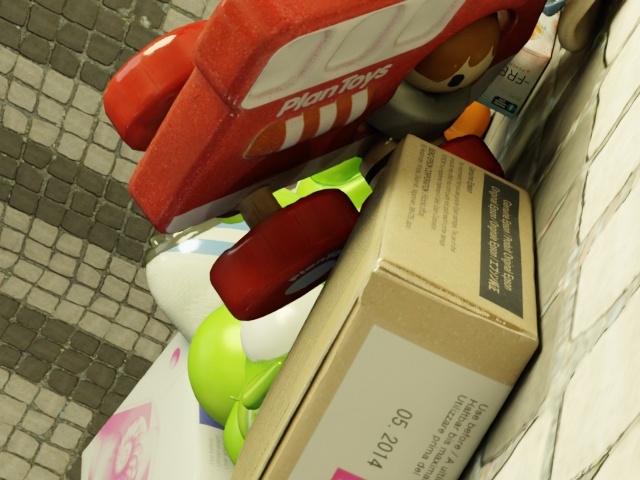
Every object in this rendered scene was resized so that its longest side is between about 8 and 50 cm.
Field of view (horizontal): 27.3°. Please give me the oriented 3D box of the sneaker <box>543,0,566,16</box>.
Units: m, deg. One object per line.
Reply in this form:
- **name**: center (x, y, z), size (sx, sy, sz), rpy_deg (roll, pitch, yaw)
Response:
- **sneaker**: center (0.174, -0.223, 0.958), size (0.052, 0.058, 0.135), rpy_deg (120, 174, -67)

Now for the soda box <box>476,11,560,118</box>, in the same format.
- **soda box**: center (0.148, -0.172, 1.016), size (0.183, 0.058, 0.063), rpy_deg (-67, 3, -52)

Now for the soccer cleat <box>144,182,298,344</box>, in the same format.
- **soccer cleat**: center (0.000, 0.000, 1.215), size (0.331, 0.143, 0.116), rpy_deg (-26, -4, -20)

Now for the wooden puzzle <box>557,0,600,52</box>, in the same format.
- **wooden puzzle**: center (0.206, -0.258, 0.779), size (0.238, 0.044, 0.221), rpy_deg (118, 176, -49)

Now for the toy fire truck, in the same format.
- **toy fire truck**: center (0.029, -0.100, 0.796), size (0.302, 0.169, 0.254), rpy_deg (-24, -14, -36)

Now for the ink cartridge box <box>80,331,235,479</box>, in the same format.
- **ink cartridge box**: center (-0.166, 0.287, 1.196), size (0.330, 0.071, 0.324), rpy_deg (-50, 31, 32)

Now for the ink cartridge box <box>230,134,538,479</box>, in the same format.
- **ink cartridge box**: center (0.024, 0.085, 0.700), size (0.234, 0.088, 0.193), rpy_deg (-62, 4, 24)

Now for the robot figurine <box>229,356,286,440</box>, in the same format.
- **robot figurine**: center (-0.010, 0.123, 0.910), size (0.115, 0.101, 0.067), rpy_deg (5, 66, 44)

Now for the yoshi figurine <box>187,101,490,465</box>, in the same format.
- **yoshi figurine**: center (-0.008, 0.015, 1.071), size (0.203, 0.204, 0.362), rpy_deg (91, -159, -76)
